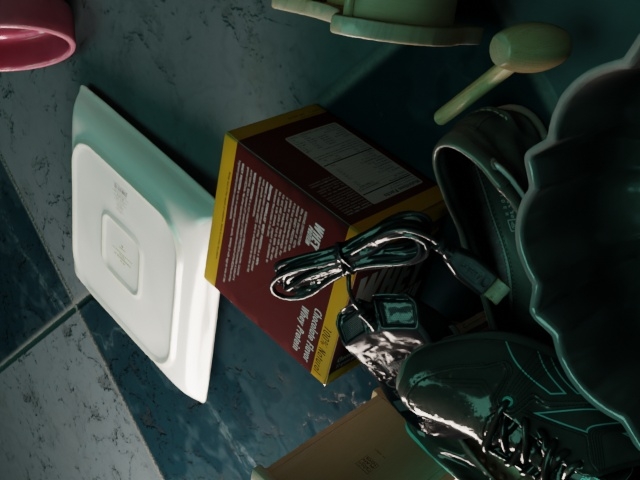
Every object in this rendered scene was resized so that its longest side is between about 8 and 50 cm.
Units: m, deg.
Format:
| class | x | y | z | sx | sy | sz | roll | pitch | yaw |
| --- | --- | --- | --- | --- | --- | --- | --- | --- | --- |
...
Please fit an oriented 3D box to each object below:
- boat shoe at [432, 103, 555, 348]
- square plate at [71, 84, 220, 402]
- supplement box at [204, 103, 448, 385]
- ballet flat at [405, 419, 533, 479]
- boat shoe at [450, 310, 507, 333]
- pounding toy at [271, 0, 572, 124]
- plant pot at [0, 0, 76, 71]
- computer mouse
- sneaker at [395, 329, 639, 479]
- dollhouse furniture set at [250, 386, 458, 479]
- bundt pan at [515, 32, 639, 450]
| class | x | y | z | sx | sy | sz | roll | pitch | yaw |
| --- | --- | --- | --- | --- | --- | --- | --- | --- | --- |
| boat shoe | 0.178 | 0.050 | 0.777 | 0.112 | 0.095 | 0.335 | -14 | 98 | 49 |
| square plate | -0.261 | 0.011 | 1.253 | 0.347 | 0.049 | 0.344 | 39 | 136 | 32 |
| supplement box | 0.000 | 0.000 | 0.919 | 0.194 | 0.129 | 0.191 | 38 | 133 | 29 |
| ballet flat | 0.192 | 0.229 | 0.860 | 0.280 | 0.095 | 0.096 | 42 | 123 | 25 |
| boat shoe | 0.127 | 0.096 | 0.893 | 0.137 | 0.049 | 0.043 | -18 | 92 | 47 |
| pounding toy | 0.050 | -0.171 | 0.722 | 0.269 | 0.154 | 0.155 | 29 | 118 | 47 |
| plant pot | -0.433 | -0.336 | 1.186 | 0.201 | 0.201 | 0.180 | -11 | 85 | 49 |
| computer mouse | 0.100 | 0.070 | 0.785 | 0.184 | 0.060 | 0.262 | -25 | 119 | 38 |
| sneaker | 0.187 | 0.147 | 0.705 | 0.267 | 0.106 | 0.101 | 12 | 127 | 10 |
| dollhouse furniture set | 0.060 | 0.375 | 0.990 | 0.286 | 0.198 | 0.303 | 34 | 132 | 32 |
| bundt pan | 0.302 | 0.005 | 0.600 | 0.330 | 0.124 | 0.331 | 22 | 123 | 39 |
